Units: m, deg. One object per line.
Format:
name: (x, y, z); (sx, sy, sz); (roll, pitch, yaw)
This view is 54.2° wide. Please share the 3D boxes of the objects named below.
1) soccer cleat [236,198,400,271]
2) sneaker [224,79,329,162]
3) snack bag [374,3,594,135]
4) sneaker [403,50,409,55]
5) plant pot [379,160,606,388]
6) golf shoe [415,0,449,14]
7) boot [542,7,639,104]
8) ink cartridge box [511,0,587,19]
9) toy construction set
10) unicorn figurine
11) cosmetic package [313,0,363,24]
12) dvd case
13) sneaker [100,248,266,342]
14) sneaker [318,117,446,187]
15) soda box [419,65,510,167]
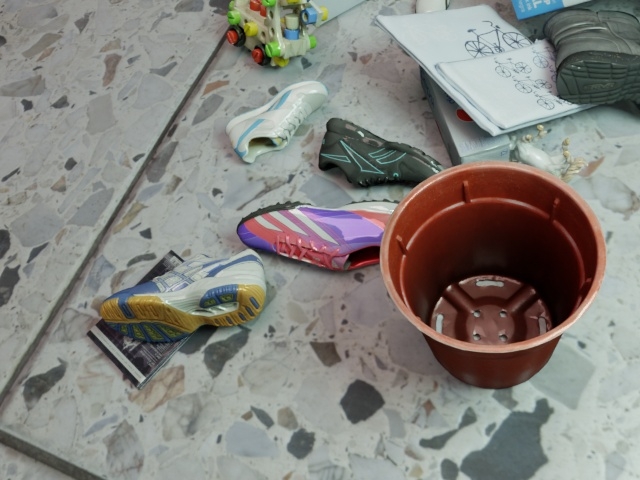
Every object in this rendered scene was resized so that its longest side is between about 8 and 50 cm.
soccer cleat: (0.000, 0.000, 1.099); (0.319, 0.108, 0.116); (-2, 63, 12)
sneaker: (-0.078, -0.242, 1.283); (0.229, 0.087, 0.092); (-31, 63, 5)
snack bag: (0.316, -0.334, 1.143); (0.323, 0.037, 0.342); (-20, 59, -31)
sneaker: (0.210, -0.409, 1.329); (0.083, 0.031, 0.037); (34, 60, 25)
plant pot: (0.238, 0.074, 0.887); (0.273, 0.265, 0.272); (-7, 59, 11)
golf shoe: (0.252, -0.569, 1.373); (0.077, 0.094, 0.198); (11, 65, 20)
boot: (0.575, -0.327, 1.106); (0.339, 0.118, 0.222); (14, 48, 0)
ink cartridge box: (0.560, -0.582, 1.136); (0.395, 0.166, 0.285); (-3, 39, 39)
toy construction set: (-0.114, -0.509, 1.371); (0.151, 0.215, 0.327); (-12, 46, -22)
unicorn figurine: (0.375, -0.153, 1.092); (0.060, 0.111, 0.162); (-35, 71, -18)
cosmetic package: (0.026, -0.658, 1.462); (0.224, 0.138, 0.224); (-30, 55, -3)
dvd case: (-0.301, 0.139, 1.151); (0.165, 0.018, 0.221); (35, 73, 29)
sneaker: (-0.236, 0.092, 1.105); (0.297, 0.111, 0.131); (-8, 42, 8)
sneaker: (0.114, -0.139, 1.170); (0.267, 0.101, 0.106); (26, 92, 27)
soda box: (0.263, -0.243, 1.169); (0.091, 0.098, 0.286); (-16, 57, 5)
